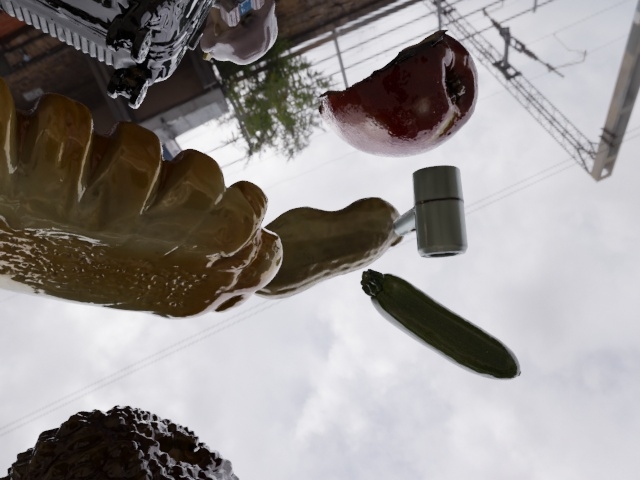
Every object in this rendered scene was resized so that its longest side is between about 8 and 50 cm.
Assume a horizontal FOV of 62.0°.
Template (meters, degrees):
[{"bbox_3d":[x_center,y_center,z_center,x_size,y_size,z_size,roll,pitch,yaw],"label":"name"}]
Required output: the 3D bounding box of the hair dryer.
[{"bbox_3d":[0.104,-0.019,0.547,0.047,0.137,0.082,-1,-99,-11],"label":"hair dryer"}]

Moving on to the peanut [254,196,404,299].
[{"bbox_3d":[0.000,0.000,0.947,0.319,0.147,0.147,-21,-127,-16],"label":"peanut"}]

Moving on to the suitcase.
[{"bbox_3d":[-0.171,-0.290,0.468,0.202,0.128,0.312,25,-113,-11],"label":"suitcase"}]

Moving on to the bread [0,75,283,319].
[{"bbox_3d":[-0.178,-0.024,0.418,0.173,0.311,0.121,-40,-135,37],"label":"bread"}]

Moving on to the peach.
[{"bbox_3d":[0.151,-0.258,1.063,0.362,0.201,0.258,-13,-159,47],"label":"peach"}]

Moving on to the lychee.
[{"bbox_3d":[-0.222,0.314,0.555,0.268,0.267,0.267,-8,-124,11],"label":"lychee"}]

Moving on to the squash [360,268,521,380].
[{"bbox_3d":[0.160,0.118,0.733,0.258,0.069,0.069,33,-112,-3],"label":"squash"}]

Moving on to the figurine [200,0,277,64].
[{"bbox_3d":[-0.123,-0.337,0.794,0.112,0.229,0.137,39,-105,9],"label":"figurine"}]
